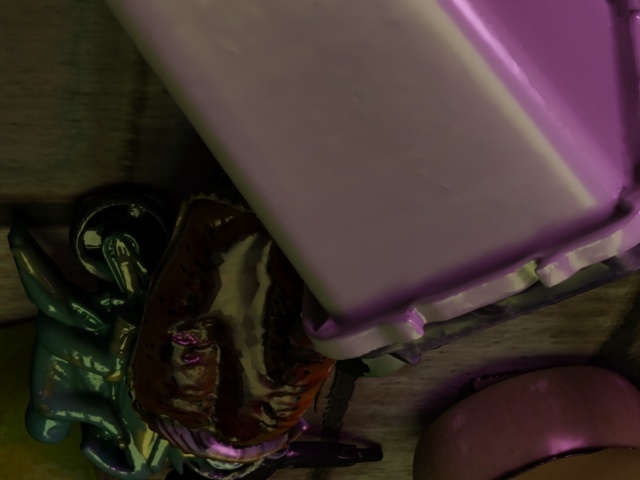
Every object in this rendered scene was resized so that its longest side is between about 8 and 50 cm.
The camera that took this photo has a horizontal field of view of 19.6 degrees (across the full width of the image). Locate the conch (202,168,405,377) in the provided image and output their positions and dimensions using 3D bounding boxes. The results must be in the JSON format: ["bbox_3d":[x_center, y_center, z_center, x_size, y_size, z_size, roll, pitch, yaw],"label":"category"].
[{"bbox_3d":[-0.010,0.012,1.486,0.251,0.137,0.143,31,178,-28],"label":"conch"}]

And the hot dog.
[{"bbox_3d":[-0.058,0.066,1.412,0.163,0.082,0.270,21,128,-2],"label":"hot dog"}]

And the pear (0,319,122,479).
[{"bbox_3d":[-0.318,0.218,1.716,0.282,0.176,0.286,-6,148,3],"label":"pear"}]

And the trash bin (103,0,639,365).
[{"bbox_3d":[0.051,-0.135,1.115,0.296,0.255,0.367,-22,129,25],"label":"trash bin"}]

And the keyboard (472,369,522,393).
[{"bbox_3d":[0.186,0.177,1.899,0.055,0.017,0.166,-14,149,2],"label":"keyboard"}]

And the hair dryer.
[{"bbox_3d":[-0.033,0.228,1.907,0.219,0.075,0.195,4,158,-32],"label":"hair dryer"}]

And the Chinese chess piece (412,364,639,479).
[{"bbox_3d":[0.220,0.229,1.876,0.257,0.104,0.257,-12,148,-8],"label":"Chinese chess piece"}]

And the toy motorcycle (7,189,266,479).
[{"bbox_3d":[-0.165,0.094,1.546,0.198,0.109,0.296,-18,118,1],"label":"toy motorcycle"}]
